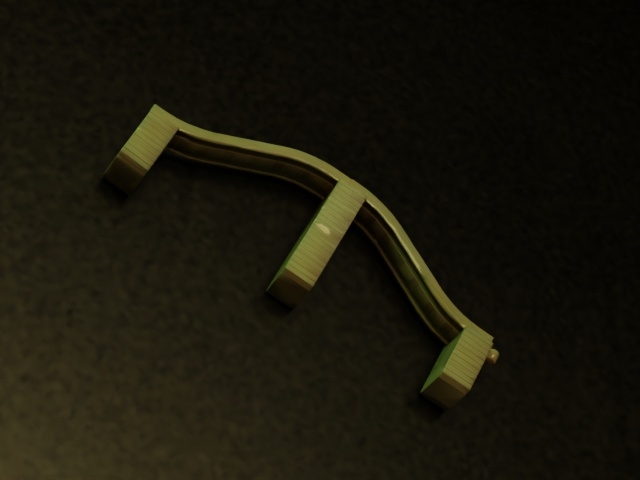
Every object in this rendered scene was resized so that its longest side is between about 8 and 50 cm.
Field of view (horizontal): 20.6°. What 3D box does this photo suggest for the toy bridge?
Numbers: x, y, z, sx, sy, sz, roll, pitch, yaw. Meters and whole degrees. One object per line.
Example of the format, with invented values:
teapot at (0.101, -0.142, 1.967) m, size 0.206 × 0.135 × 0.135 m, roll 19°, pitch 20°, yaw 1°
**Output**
toy bridge at (0.000, 0.000, 0.771) m, size 0.188 × 0.026 × 0.063 m, roll 34°, pitch 53°, yaw -4°
